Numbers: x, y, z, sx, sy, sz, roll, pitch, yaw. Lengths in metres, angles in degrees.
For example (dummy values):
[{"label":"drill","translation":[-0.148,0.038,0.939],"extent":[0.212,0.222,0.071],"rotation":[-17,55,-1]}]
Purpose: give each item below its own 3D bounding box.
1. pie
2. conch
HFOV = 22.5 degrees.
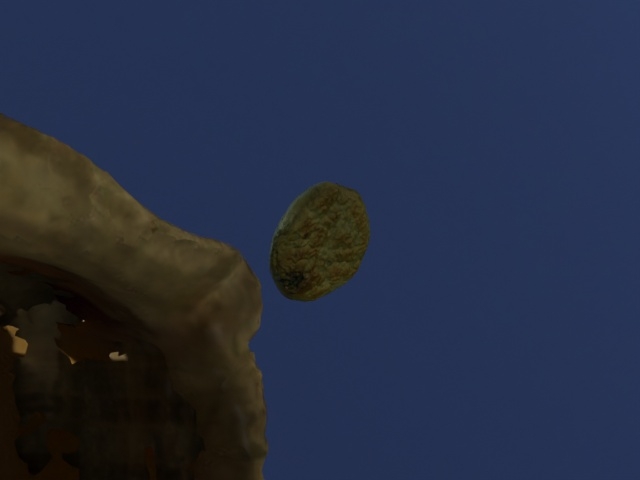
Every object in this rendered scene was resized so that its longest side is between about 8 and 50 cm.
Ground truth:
[{"label":"pie","translation":[0.000,0.000,1.029],"extent":[0.085,0.085,0.017],"rotation":[-18,-145,-37]},{"label":"conch","translation":[-0.171,0.076,0.516],"extent":[0.297,0.210,0.352],"rotation":[-2,-71,-19]}]
